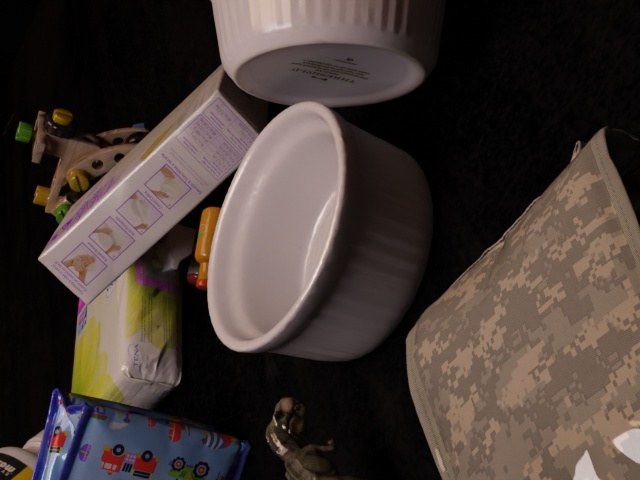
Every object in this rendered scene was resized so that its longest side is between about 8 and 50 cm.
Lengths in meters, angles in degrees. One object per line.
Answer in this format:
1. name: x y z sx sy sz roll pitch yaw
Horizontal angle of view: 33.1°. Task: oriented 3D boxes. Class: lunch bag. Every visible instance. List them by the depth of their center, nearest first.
1. lunch bag: 0.191 0.092 0.738 0.235 0.169 0.287 -51 39 34
2. lunch bag: -0.243 0.352 1.297 0.138 0.221 0.293 3 76 61

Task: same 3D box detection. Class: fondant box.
1. fondant box: -0.220 -0.087 1.475 0.330 0.096 0.238 -42 15 11

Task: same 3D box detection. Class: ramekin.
1. ramekin: 0.000 0.000 1.168 0.277 0.135 0.277 -38 43 47
2. ramekin: 0.010 -0.236 1.172 0.273 0.273 0.127 -18 69 56

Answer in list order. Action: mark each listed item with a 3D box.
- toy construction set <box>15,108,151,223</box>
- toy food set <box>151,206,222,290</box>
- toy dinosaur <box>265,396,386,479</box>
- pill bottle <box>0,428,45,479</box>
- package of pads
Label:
1. toy construction set: -0.445 -0.088 1.904 0.257 0.237 0.308 -39 42 45
2. toy food set: -0.161 0.038 1.456 0.232 0.111 0.104 -20 57 57
3. toy dinosaur: 0.032 0.239 0.985 0.064 0.118 0.268 -65 29 12
4. pill bottle: -0.478 0.423 1.563 0.188 0.188 0.334 -40 0 44
5. package of pads: -0.296 0.138 1.651 0.229 0.101 0.296 -46 38 41
